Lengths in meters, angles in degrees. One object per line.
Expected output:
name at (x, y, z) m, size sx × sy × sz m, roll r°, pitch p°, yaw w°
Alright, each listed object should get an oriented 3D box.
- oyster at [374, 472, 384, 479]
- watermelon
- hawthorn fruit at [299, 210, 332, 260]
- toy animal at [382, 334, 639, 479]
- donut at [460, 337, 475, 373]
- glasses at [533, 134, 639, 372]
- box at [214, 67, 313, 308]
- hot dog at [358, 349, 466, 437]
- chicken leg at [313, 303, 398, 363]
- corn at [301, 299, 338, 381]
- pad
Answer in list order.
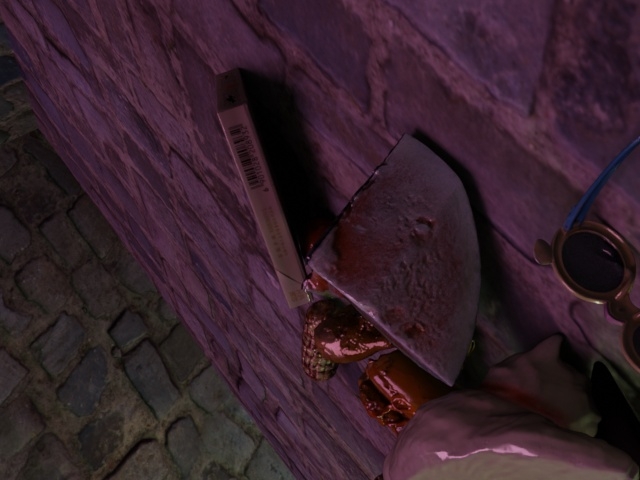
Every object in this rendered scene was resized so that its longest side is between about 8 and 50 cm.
oyster at (0.213, 0.577, 1.295) m, size 0.198 × 0.133 × 0.337 m, roll 34°, pitch 150°, yaw 35°
watermelon at (0.071, 0.059, 0.780) m, size 0.320 × 0.214 × 0.289 m, roll -42°, pitch 63°, yaw 42°
hawthorn fruit at (0.000, 0.000, 1.046) m, size 0.081 × 0.081 × 0.093 m, roll -11°, pitch 106°, yaw 64°
toy animal at (0.211, 0.259, 0.781) m, size 0.266 × 0.188 × 0.308 m, roll 1°, pitch 137°, yaw 11°
donut at (0.170, 0.132, 0.917) m, size 0.140 × 0.059 × 0.140 m, roll 42°, pitch 153°, yaw 27°
glasses at (0.308, -0.002, 0.504) m, size 0.189 × 0.088 × 0.220 m, roll 59°, pitch 140°, yaw 31°
box at (-0.094, -0.086, 1.042) m, size 0.204 × 0.051 × 0.365 m, roll -110°, pitch 1°, yaw -59°
hot dog at (0.198, 0.297, 0.922) m, size 0.349 × 0.117 × 0.158 m, roll 38°, pitch 157°, yaw 5°
chicken leg at (0.080, 0.166, 1.104) m, size 0.207 × 0.101 × 0.085 m, roll -12°, pitch 115°, yaw 42°
corn at (0.000, 0.206, 1.285) m, size 0.086 × 0.086 × 0.253 m, roll 42°, pitch 152°, yaw 28°
pad at (0.347, 0.281, 0.723) m, size 0.181 × 0.004 × 0.267 m, roll -100°, pitch -2°, yaw -51°
